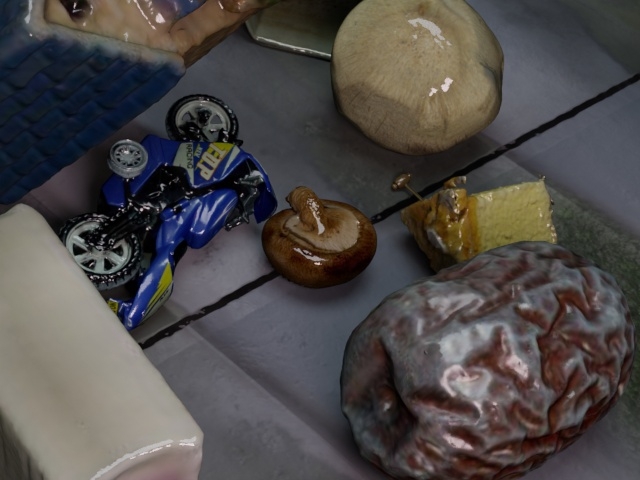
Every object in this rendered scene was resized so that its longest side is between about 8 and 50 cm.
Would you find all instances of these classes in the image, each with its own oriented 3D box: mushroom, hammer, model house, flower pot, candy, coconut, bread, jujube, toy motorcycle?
[{"bbox_3d":[0.000,0.000,2.021,0.127,0.087,0.127,4,40,-3],"label":"mushroom"},{"bbox_3d":[0.127,-0.035,2.148,0.029,0.014,0.123,-36,59,-15],"label":"hammer"},{"bbox_3d":[-0.331,-0.292,1.922,0.445,0.395,0.400,56,45,-9],"label":"model house"},{"bbox_3d":[0.004,-0.363,2.342,0.209,0.239,0.190,-12,34,21],"label":"flower pot"},{"bbox_3d":[-0.245,0.154,1.702,0.145,0.208,0.359,-22,52,-25],"label":"candy"},{"bbox_3d":[0.115,-0.196,2.203,0.224,0.224,0.224,7,41,-6],"label":"coconut"},{"bbox_3d":[0.178,0.005,2.073,0.147,0.127,0.152,-14,85,-31],"label":"bread"},{"bbox_3d":[0.170,0.120,1.839,0.317,0.226,0.226,-20,50,-39],"label":"jujube"},{"bbox_3d":[-0.152,-0.034,2.011,0.169,0.113,0.315,31,53,8],"label":"toy motorcycle"}]
